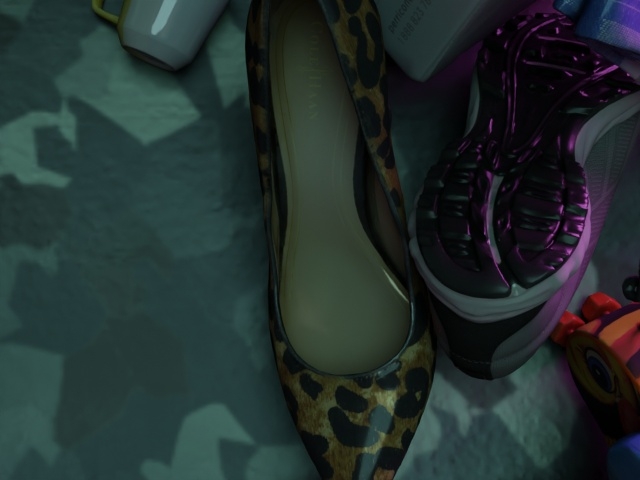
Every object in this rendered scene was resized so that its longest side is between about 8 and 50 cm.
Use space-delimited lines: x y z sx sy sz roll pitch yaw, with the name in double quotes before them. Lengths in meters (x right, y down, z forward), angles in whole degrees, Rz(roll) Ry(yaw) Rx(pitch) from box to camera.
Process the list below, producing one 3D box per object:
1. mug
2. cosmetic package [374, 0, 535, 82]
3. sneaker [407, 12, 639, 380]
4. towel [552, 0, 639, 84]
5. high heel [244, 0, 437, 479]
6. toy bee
"mug" -0.092 -0.136 0.582 0.062 0.078 0.064 25 87 -36
"cosmetic package" 0.010 -0.339 0.535 0.230 0.161 0.453 -36 84 -24
"sneaker" 0.121 -0.039 0.555 0.100 0.108 0.271 17 50 21
"towel" 0.233 -0.161 0.505 0.034 0.285 0.209 33 104 38
"high heel" 0.000 0.000 0.484 0.093 0.186 0.261 -5 70 13
"toy bee" 0.201 0.095 0.549 0.195 0.162 0.298 -3 106 -16
